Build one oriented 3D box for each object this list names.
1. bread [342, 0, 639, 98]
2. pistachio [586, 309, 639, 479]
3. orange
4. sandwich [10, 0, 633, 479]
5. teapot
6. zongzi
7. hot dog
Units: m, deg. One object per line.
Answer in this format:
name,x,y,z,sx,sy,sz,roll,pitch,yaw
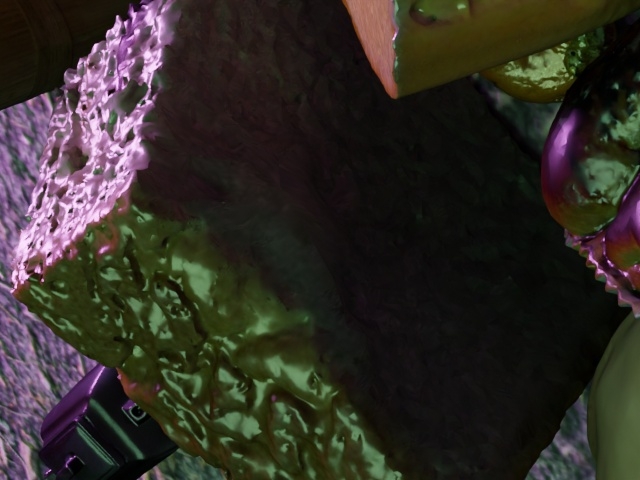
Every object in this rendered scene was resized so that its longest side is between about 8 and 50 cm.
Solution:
bread,0.071,-0.158,0.921,0.160,0.169,0.140,35,138,60
pistachio,0.263,0.070,0.901,0.230,0.230,0.309,54,150,-10
orange,0.112,-0.114,0.993,0.086,0.062,0.086,10,124,15
sandwich,-0.001,0.001,1.030,0.325,0.262,0.131,45,135,0
teapot,-0.155,0.141,1.406,0.087,0.096,0.177,47,141,-2
zongzi,-0.238,-0.142,1.161,0.204,0.205,0.094,25,125,28
hot dog,0.193,-0.078,0.840,0.082,0.163,0.270,23,122,-24
